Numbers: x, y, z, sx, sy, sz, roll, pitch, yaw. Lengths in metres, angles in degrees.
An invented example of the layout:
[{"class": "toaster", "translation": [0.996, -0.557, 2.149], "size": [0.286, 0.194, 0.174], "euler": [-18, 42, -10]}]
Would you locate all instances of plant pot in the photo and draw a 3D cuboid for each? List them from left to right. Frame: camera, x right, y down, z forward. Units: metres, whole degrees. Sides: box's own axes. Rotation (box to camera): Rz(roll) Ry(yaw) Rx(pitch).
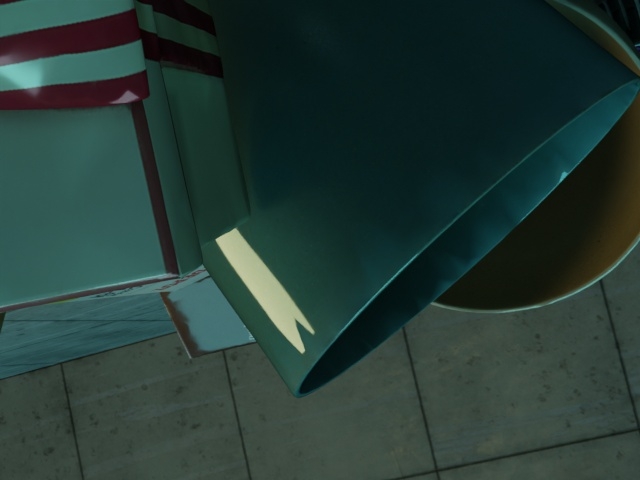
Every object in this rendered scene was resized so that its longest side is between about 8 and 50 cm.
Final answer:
[{"class": "plant pot", "translation": [0.017, -0.081, 0.781], "size": [0.293, 0.235, 0.293], "euler": [-41, 170, -9]}, {"class": "plant pot", "translation": [0.142, -0.108, 1.008], "size": [0.284, 0.284, 0.191], "euler": [-16, -156, 21]}]

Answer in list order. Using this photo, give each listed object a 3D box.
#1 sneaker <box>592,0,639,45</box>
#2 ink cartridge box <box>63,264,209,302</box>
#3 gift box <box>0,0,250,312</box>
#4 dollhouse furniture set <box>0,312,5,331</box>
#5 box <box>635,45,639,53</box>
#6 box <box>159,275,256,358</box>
[{"class": "sneaker", "translation": [0.270, -0.208, 1.074], "size": [0.094, 0.081, 0.208], "euler": [-16, -179, -32]}, {"class": "ink cartridge box", "translation": [-0.245, -0.036, 1.105], "size": [0.385, 0.160, 0.279], "euler": [-6, 169, -38]}, {"class": "gift box", "translation": [-0.188, -0.097, 0.545], "size": [0.255, 0.276, 0.258], "euler": [-16, -174, 6]}, {"class": "dollhouse furniture set", "translation": [-0.444, 0.046, 1.220], "size": [0.242, 0.212, 0.161], "euler": [24, 151, -28]}, {"class": "box", "translation": [0.206, -0.133, 1.292], "size": [0.243, 0.117, 0.213], "euler": [-9, 170, -28]}, {"class": "box", "translation": [0.000, 0.000, 1.477], "size": [0.381, 0.191, 0.143], "euler": [-12, 129, 5]}]
